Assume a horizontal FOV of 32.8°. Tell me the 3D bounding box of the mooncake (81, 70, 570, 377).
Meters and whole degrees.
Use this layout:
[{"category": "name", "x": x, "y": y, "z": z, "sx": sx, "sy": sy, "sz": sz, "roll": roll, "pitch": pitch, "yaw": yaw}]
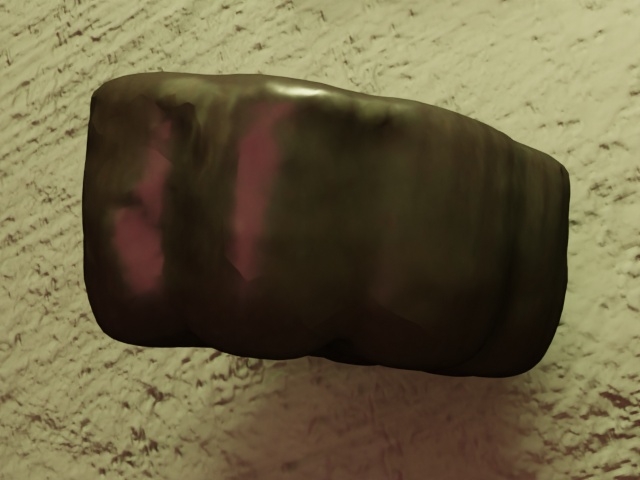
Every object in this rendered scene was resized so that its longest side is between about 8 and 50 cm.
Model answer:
[{"category": "mooncake", "x": 0.000, "y": 0.000, "z": 0.669, "sx": 0.306, "sy": 0.306, "sz": 0.154, "roll": 2, "pitch": 84, "yaw": 33}]
